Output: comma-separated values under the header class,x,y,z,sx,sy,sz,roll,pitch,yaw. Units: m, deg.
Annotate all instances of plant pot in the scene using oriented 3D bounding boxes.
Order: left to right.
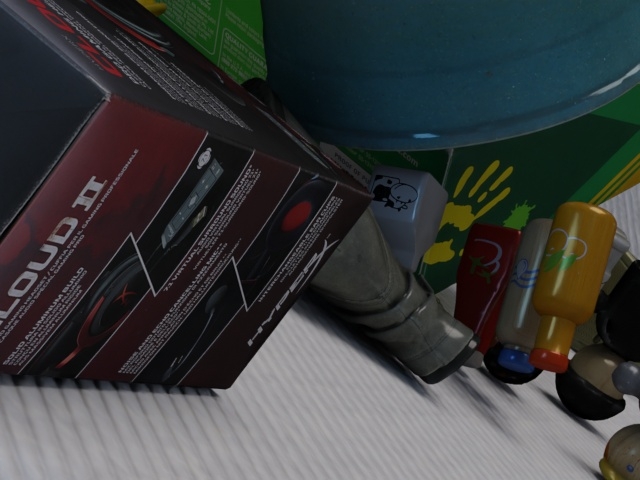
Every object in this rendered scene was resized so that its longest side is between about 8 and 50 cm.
class,x,y,z,sx,sy,sz,roll,pitch,yaw
plant pot,0.075,-0.230,1.277,0.271,0.272,0.255,-131,-154,-59

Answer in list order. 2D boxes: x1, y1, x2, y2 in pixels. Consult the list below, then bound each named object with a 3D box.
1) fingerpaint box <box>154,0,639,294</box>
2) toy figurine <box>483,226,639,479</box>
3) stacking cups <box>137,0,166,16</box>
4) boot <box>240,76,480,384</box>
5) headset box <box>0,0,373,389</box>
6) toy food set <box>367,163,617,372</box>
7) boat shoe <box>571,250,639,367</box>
class,x,y,z,sx,sy,sz,roll,pitch,yaw
fingerpaint box,0.069,-0.200,1.615,0.371,0.163,0.445,-26,53,-35
toy figurine,0.231,0.096,1.395,0.213,0.148,0.209,44,16,33
stacking cups,-0.190,-0.290,1.321,0.096,0.096,0.316,-30,105,-82
boot,0.000,0.000,1.221,0.161,0.083,0.246,47,2,-27
headset box,-0.132,-0.055,0.715,0.218,0.110,0.293,40,8,19
toy food set,0.079,0.024,1.296,0.232,0.104,0.111,10,-15,26
boat shoe,0.252,0.031,1.981,0.302,0.113,0.103,41,14,37
